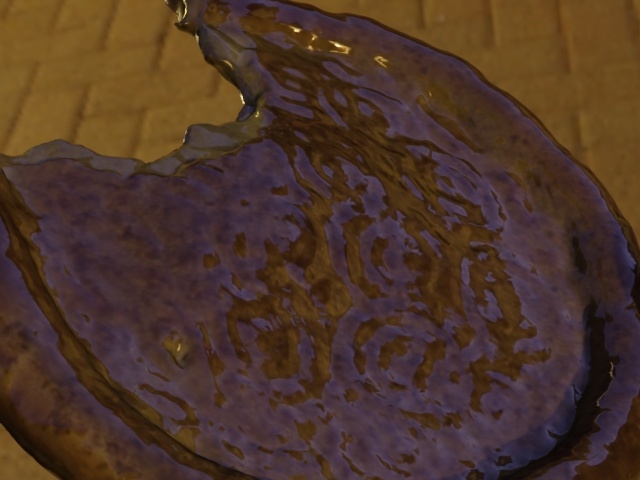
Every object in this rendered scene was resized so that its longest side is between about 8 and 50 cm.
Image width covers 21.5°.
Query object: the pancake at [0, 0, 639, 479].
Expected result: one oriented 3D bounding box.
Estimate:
[{"bbox_3d":[0.000,0.000,0.596,0.288,0.033,0.286,-1,49,-33],"label":"pancake"}]
